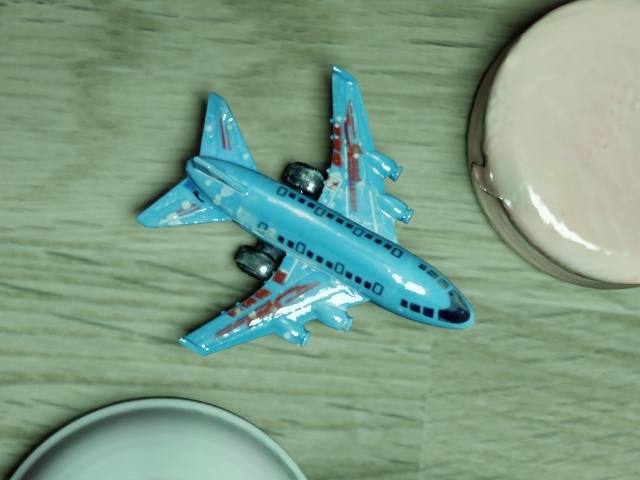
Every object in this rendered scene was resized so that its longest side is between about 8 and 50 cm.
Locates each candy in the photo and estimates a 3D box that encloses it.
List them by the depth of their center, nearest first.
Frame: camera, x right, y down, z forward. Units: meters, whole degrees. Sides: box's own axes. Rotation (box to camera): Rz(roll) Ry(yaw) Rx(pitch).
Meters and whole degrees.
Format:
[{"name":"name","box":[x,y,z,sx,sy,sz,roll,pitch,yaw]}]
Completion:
[{"name":"candy","box":[0.237,-0.079,1.341,0.255,0.094,0.255,1,84,-7]}]

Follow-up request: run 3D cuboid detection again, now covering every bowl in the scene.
[{"name":"bowl","box":[-0.122,0.263,1.238,0.286,0.144,0.287,1,85,-7]}]

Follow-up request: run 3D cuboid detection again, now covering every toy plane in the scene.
[{"name":"toy plane","box":[0.000,0.000,1.298,0.271,0.105,0.254,31,82,-4]}]
